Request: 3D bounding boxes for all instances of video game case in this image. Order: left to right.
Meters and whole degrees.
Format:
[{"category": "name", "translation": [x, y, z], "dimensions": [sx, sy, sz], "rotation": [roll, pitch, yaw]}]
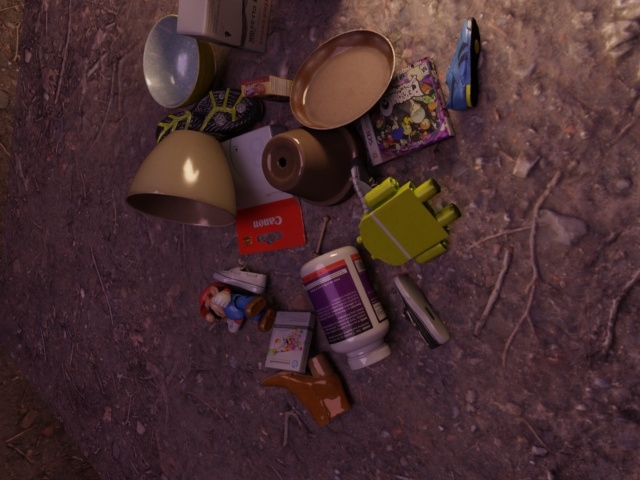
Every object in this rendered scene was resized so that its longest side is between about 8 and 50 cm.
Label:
[{"category": "video game case", "translation": [0.213, -0.332, 1.233], "dimensions": [0.232, 0.042, 0.210], "rotation": [-16, 89, 36]}]

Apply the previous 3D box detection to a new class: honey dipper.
[{"category": "honey dipper", "translation": [0.000, 0.000, 1.448], "dimensions": [0.030, 0.030, 0.161], "rotation": [25, 110, 30]}]

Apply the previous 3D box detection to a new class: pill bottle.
[{"category": "pill bottle", "translation": [0.078, 0.190, 1.330], "dimensions": [0.181, 0.181, 0.323], "rotation": [-28, 81, 35]}]

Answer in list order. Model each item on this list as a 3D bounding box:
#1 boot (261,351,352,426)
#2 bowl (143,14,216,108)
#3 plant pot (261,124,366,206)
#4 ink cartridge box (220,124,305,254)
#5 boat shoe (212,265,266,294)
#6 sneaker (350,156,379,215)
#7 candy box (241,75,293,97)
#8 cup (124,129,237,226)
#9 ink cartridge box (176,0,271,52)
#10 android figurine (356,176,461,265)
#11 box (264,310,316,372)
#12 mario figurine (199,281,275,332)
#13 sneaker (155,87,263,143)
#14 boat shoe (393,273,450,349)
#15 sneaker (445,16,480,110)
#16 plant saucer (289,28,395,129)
[{"category": "boot", "translation": [-0.052, 0.503, 1.523], "dimensions": [0.295, 0.104, 0.211], "rotation": [-29, 80, 31]}, {"category": "bowl", "translation": [-0.446, -0.589, 1.586], "dimensions": [0.289, 0.156, 0.289], "rotation": [7, 102, 35]}, {"category": "plant pot", "translation": [-0.040, -0.219, 1.318], "dimensions": [0.263, 0.229, 0.263], "rotation": [7, 102, 35]}, {"category": "ink cartridge box", "translation": [-0.219, -0.151, 1.541], "dimensions": [0.308, 0.091, 0.385], "rotation": [-9, 92, 36]}, {"category": "boat shoe", "translation": [-0.276, 0.127, 1.646], "dimensions": [0.226, 0.083, 0.076], "rotation": [14, 83, 27]}, {"category": "sneaker", "translation": [0.171, -0.128, 1.267], "dimensions": [0.132, 0.086, 0.229], "rotation": [-8, 114, 27]}, {"category": "candy box", "translation": [-0.128, -0.437, 1.367], "dimensions": [0.109, 0.186, 0.053], "rotation": [6, 101, 35]}, {"category": "cup", "translation": [-0.409, -0.199, 1.456], "dimensions": [0.331, 0.331, 0.237], "rotation": [-3, 74, 36]}, {"category": "ink cartridge box", "translation": [-0.274, -0.680, 1.380], "dimensions": [0.114, 0.273, 0.197], "rotation": [18, 108, 28]}, {"category": "android figurine", "translation": [0.215, -0.039, 1.218], "dimensions": [0.248, 0.056, 0.273], "rotation": [46, 123, -11]}, {"category": "box", "translation": [-0.097, 0.323, 1.510], "dimensions": [0.145, 0.038, 0.186], "rotation": [-4, 65, 36]}, {"category": "mario figurine", "translation": [-0.314, 0.251, 1.614], "dimensions": [0.320, 0.170, 0.198], "rotation": [5, 105, 42]}, {"category": "sneaker", "translation": [-0.362, -0.400, 1.580], "dimensions": [0.384, 0.147, 0.145], "rotation": [-12, 88, 18]}, {"category": "boat shoe", "translation": [0.256, 0.194, 1.269], "dimensions": [0.070, 0.078, 0.219], "rotation": [-41, 76, 32]}, {"category": "sneaker", "translation": [0.332, -0.418, 1.119], "dimensions": [0.082, 0.069, 0.209], "rotation": [8, 103, 38]}, {"category": "plant saucer", "translation": [0.060, -0.421, 1.257], "dimensions": [0.310, 0.050, 0.311], "rotation": [-13, 62, 26]}]
